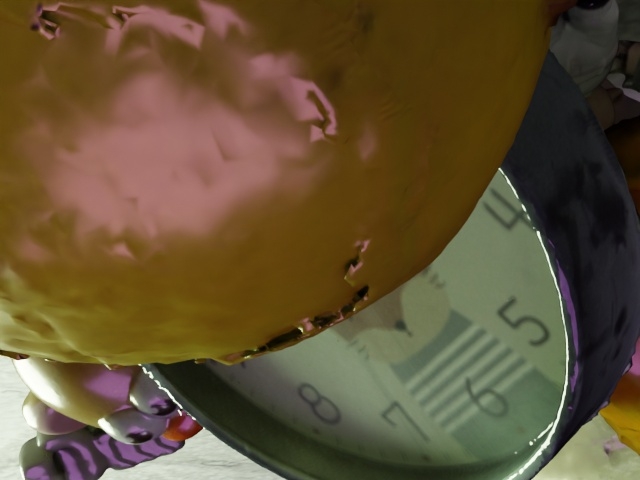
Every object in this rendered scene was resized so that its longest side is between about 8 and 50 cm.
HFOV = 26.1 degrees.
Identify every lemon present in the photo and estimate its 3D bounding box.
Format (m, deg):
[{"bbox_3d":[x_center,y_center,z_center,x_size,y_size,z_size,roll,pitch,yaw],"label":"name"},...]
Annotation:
[{"bbox_3d":[-0.070,-0.097,0.442,0.297,0.297,0.297,-5,156,-2],"label":"lemon"}]

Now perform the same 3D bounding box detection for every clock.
[{"bbox_3d":[0.000,0.000,0.692,0.325,0.067,0.325,21,134,24],"label":"clock"}]

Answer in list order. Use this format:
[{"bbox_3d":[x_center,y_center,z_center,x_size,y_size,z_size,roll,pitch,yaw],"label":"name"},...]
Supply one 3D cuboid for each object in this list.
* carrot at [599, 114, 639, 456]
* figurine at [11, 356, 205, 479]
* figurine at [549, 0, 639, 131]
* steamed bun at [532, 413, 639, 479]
[{"bbox_3d":[0.274,0.015,0.714,0.340,0.241,0.241,-24,165,-26],"label":"carrot"},{"bbox_3d":[-0.080,0.064,0.945,0.285,0.343,0.167,14,-167,-42],"label":"figurine"},{"bbox_3d":[0.125,-0.066,0.781,0.137,0.112,0.229,-18,146,-7],"label":"figurine"},{"bbox_3d":[0.282,0.197,1.270,0.309,0.219,0.324,10,152,-31],"label":"steamed bun"}]
